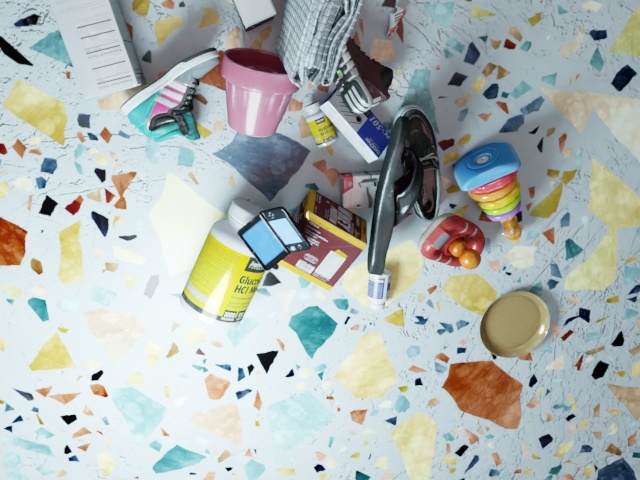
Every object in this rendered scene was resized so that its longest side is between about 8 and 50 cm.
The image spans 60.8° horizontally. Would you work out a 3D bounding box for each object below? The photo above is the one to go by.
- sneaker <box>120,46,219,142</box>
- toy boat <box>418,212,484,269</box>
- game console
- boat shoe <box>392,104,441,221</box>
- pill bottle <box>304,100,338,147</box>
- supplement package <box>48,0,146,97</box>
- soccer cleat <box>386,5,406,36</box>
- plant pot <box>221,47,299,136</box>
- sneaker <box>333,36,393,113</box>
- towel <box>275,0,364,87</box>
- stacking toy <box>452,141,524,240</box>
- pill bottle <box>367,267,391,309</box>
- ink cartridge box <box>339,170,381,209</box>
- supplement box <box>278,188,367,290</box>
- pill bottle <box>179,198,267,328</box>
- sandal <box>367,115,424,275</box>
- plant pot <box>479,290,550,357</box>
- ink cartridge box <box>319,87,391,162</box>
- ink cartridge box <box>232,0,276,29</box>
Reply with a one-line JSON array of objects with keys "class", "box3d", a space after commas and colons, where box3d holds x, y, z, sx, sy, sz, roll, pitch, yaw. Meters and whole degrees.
[{"class": "sneaker", "box3d": [-0.348, -0.348, 1.408, 0.296, 0.124, 0.178, -31, 103, 12]}, {"class": "toy boat", "box3d": [0.399, 0.024, 1.562, 0.231, 0.151, 0.151, 15, 119, -48]}, {"class": "game console", "box3d": [-0.117, -0.002, 1.402, 0.124, 0.085, 0.144, -9, 126, 41]}, {"class": "boat shoe", "box3d": [0.289, -0.212, 1.526, 0.121, 0.119, 0.335, -17, 108, -1]}, {"class": "pill bottle", "box3d": [-0.001, -0.318, 1.490, 0.065, 0.065, 0.116, -24, 108, 2]}, {"class": "supplement package", "box3d": [-0.541, -0.487, 1.338, 0.134, 0.139, 0.244, -15, 108, -3]}, {"class": "soccer cleat", "box3d": [0.194, -0.583, 1.449, 0.036, 0.029, 0.083, 31, 98, -5]}, {"class": "plant pot", "box3d": [-0.161, -0.373, 1.398, 0.202, 0.201, 0.180, 10, 121, -9]}, {"class": "sneaker", "box3d": [0.095, -0.474, 1.447, 0.163, 0.106, 0.281, -23, 86, -35]}, {"class": "towel", "box3d": [0.001, -0.514, 1.254, 0.121, 0.235, 0.283, 6, 124, -21]}, {"class": "stacking toy", "box3d": [0.520, -0.118, 1.579, 0.175, 0.165, 0.301, -24, 120, 18]}, {"class": "pill bottle", "box3d": [0.176, 0.147, 1.654, 0.067, 0.067, 0.120, 2, 107, -7]}, {"class": "ink cartridge box", "box3d": [0.126, -0.144, 1.562, 0.135, 0.056, 0.099, -5, 108, -5]}, {"class": "supplement box", "box3d": [0.000, 0.000, 1.528, 0.191, 0.129, 0.194, 29, 120, -14]}, {"class": "pill bottle", "box3d": [-0.244, 0.062, 1.517, 0.188, 0.188, 0.333, 23, 104, -13]}, {"class": "sandal", "box3d": [0.207, -0.114, 1.470, 0.107, 0.167, 0.445, 7, 115, -1]}, {"class": "plant pot", "box3d": [0.621, 0.268, 1.760, 0.237, 0.032, 0.236, -2, 107, -6]}, {"class": "ink cartridge box", "box3d": [0.100, -0.321, 1.485, 0.207, 0.046, 0.097, 46, 58, -17]}, {"class": "ink cartridge box", "box3d": [-0.187, -0.630, 1.326, 0.087, 0.153, 0.208, -22, 109, 0]}]
